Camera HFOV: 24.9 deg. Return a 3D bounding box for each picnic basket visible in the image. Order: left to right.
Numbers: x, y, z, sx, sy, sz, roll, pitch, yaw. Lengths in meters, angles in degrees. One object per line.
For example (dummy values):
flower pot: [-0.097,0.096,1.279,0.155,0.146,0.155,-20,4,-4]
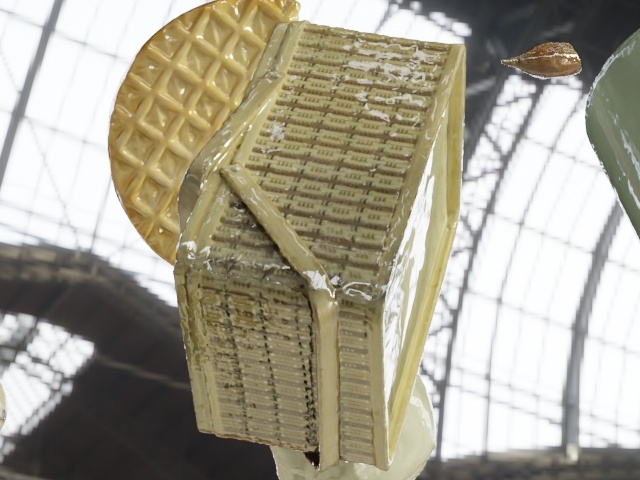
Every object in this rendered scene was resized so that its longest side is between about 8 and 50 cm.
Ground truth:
picnic basket: [0.000,0.000,1.156,0.175,0.312,0.228,9,-42,12]

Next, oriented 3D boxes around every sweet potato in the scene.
sweet potato: [0.288,-0.237,1.902,0.117,0.049,0.049,-5,-27,-23]

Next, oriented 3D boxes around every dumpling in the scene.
dumpling: [0.025,0.173,1.399,0.162,0.132,0.250,-29,-60,-14]

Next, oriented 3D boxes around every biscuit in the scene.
biscuit: [-0.116,-0.100,1.489,0.205,0.308,0.040,1,6,-9]

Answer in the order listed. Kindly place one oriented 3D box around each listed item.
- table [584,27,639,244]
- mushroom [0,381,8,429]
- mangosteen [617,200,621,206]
table: [0.199,0.013,0.564,0.126,0.220,0.126,-12,-35,-8]
mushroom: [-0.359,0.167,1.451,0.085,0.085,0.079,28,-23,-30]
mangosteen: [0.260,-0.058,1.019,0.140,0.140,0.140,5,-32,3]
